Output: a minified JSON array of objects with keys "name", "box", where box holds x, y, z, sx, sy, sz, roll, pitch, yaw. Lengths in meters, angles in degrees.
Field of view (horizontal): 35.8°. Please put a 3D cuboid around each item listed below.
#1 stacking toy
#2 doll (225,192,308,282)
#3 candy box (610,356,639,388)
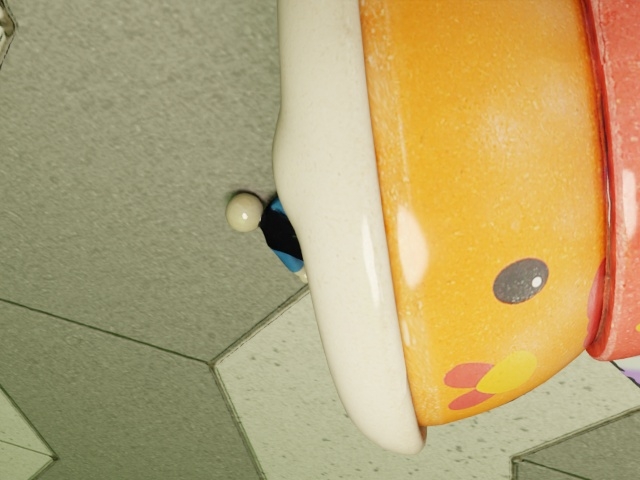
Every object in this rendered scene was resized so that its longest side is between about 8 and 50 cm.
[{"name":"stacking toy","box":[0.226,-0.072,0.575,0.480,0.350,0.350,-7,141,8]},{"name":"doll","box":[0.000,0.000,0.939,0.189,0.046,0.129,17,144,-1]},{"name":"candy box","box":[0.332,0.068,0.874,0.165,0.070,0.196,-21,131,41]}]
